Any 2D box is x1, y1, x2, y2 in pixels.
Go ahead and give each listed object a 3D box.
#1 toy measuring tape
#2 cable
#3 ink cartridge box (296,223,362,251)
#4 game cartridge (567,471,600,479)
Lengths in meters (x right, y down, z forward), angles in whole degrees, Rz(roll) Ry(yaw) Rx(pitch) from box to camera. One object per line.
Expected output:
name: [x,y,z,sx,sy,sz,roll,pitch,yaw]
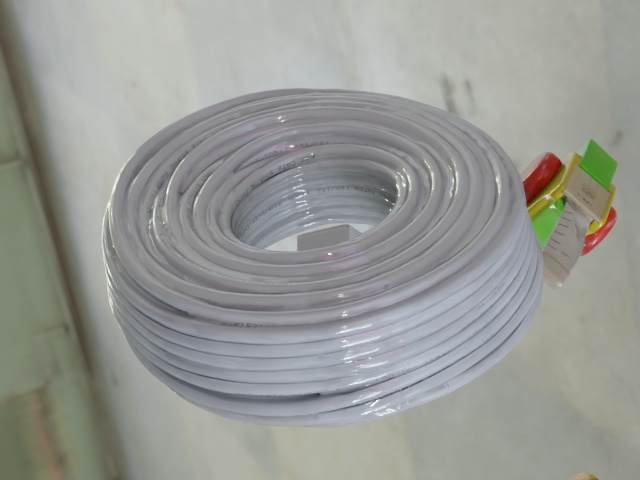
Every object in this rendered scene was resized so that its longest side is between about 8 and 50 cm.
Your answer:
toy measuring tape: [0.245,-0.011,1.704,0.330,0.121,0.121,-55,-39,-58]
cable: [0.000,0.000,0.945,0.257,0.257,0.089,-108,8,-54]
ink cartridge box: [0.040,0.062,1.569,0.150,0.063,0.109,32,-129,-53]
game cartridge: [0.158,0.389,1.285,0.285,0.323,0.052,57,178,-4]
